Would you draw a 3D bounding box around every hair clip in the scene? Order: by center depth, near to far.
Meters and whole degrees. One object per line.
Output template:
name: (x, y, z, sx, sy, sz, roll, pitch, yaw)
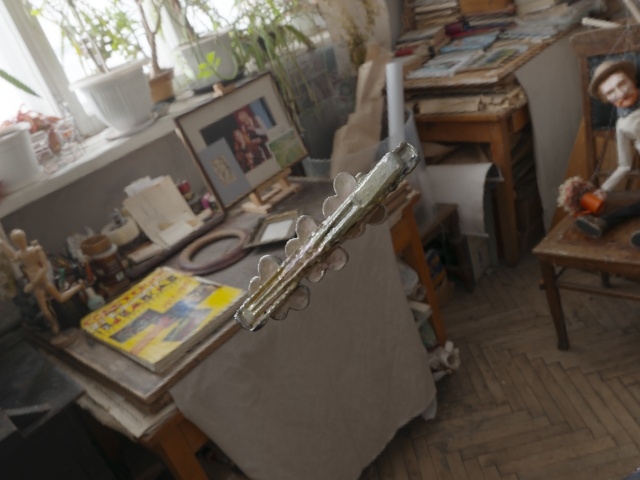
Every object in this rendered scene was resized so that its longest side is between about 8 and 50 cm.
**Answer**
hair clip: (0.003, -0.001, 0.487, 0.214, 0.062, 0.056, -47, -12, 27)

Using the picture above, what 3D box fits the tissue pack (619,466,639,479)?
tissue pack: (0.253, 0.222, 0.401, 0.361, 0.259, 0.122, -1, 52, -38)
